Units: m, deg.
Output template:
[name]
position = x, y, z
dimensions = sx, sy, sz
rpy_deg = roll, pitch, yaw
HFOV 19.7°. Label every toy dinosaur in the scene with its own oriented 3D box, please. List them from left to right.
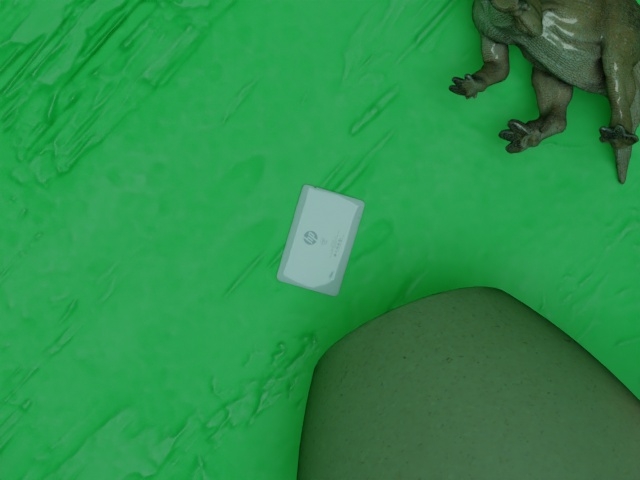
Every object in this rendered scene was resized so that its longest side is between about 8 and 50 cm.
[toy dinosaur]
position = 0.199, -0.186, 1.474
dimensions = 0.295, 0.127, 0.200
rpy_deg = 43, 54, -22

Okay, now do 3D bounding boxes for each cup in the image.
[cup]
position = 0.112, 0.176, 1.415
dimensions = 0.331, 0.331, 0.237
rpy_deg = -21, 69, -2

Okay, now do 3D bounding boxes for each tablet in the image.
[tablet]
position = 0.000, 0.000, 1.523
dimensions = 0.054, 0.006, 0.083
rpy_deg = 16, 93, -5
